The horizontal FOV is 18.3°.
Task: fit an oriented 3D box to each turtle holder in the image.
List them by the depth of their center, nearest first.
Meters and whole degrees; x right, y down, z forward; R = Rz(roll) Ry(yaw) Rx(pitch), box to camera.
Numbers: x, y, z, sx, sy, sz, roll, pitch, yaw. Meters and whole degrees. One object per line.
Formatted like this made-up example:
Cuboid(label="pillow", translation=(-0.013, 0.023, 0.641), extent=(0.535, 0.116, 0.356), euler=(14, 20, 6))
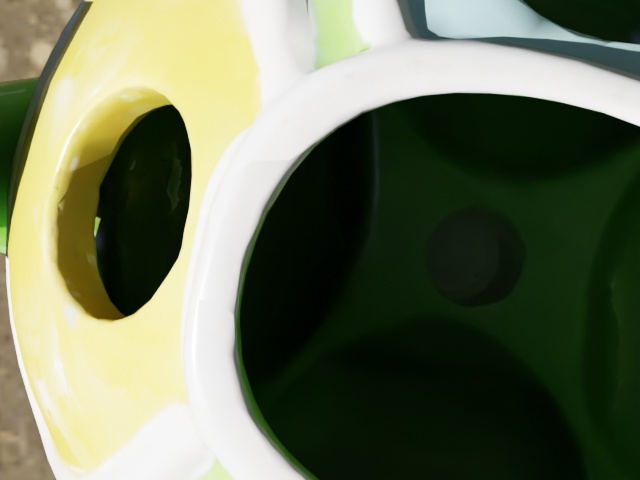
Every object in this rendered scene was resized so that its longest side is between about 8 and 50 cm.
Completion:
Cuboid(label="turtle holder", translation=(0.016, -0.011, 0.520), extent=(0.320, 0.227, 0.243), euler=(39, 96, -2))
